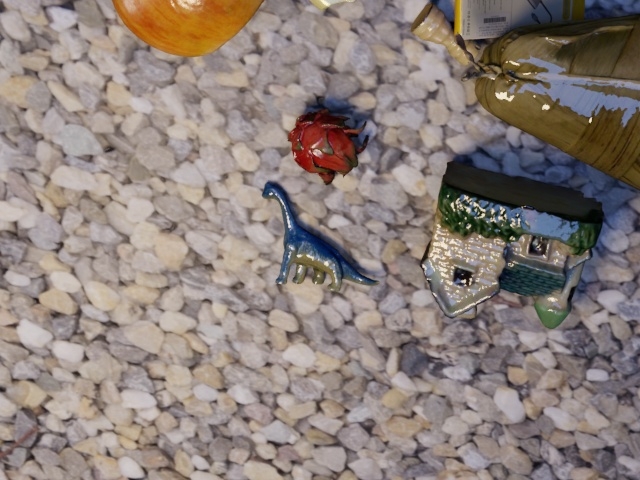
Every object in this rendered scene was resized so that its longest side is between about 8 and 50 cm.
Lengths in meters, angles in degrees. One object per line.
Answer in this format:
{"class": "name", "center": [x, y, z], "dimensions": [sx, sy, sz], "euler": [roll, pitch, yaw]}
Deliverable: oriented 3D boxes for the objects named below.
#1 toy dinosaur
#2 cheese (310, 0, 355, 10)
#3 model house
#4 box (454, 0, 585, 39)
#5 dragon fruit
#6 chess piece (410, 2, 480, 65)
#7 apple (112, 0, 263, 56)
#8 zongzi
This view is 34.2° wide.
{"class": "toy dinosaur", "center": [0.000, 0.000, 1.989], "dimensions": [0.247, 0.075, 0.188], "euler": [9, 101, 3]}
{"class": "cheese", "center": [-0.027, -0.508, 1.830], "dimensions": [0.255, 0.050, 0.127], "euler": [37, 106, -10]}
{"class": "model house", "center": [0.341, 0.030, 1.913], "dimensions": [0.298, 0.243, 0.284], "euler": [15, 112, 7]}
{"class": "box", "center": [0.353, -0.426, 1.841], "dimensions": [0.247, 0.033, 0.129], "euler": [-6, 109, -16]}
{"class": "dragon fruit", "center": [0.010, -0.174, 1.911], "dimensions": [0.142, 0.130, 0.121], "euler": [21, 74, -6]}
{"class": "chess piece", "center": [0.227, -0.366, 1.870], "dimensions": [0.122, 0.066, 0.066], "euler": [34, 105, -14]}
{"class": "apple", "center": [-0.208, -0.445, 1.738], "dimensions": [0.286, 0.286, 0.233], "euler": [-40, 103, 12]}
{"class": "zongzi", "center": [0.502, -0.375, 1.819], "dimensions": [0.499, 0.218, 0.467], "euler": [25, 90, -7]}
